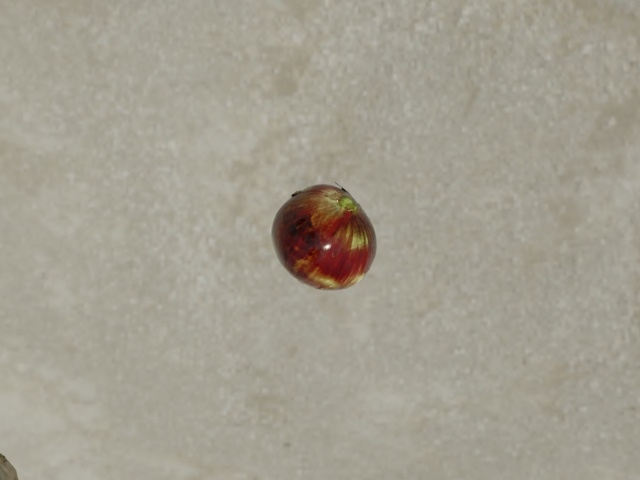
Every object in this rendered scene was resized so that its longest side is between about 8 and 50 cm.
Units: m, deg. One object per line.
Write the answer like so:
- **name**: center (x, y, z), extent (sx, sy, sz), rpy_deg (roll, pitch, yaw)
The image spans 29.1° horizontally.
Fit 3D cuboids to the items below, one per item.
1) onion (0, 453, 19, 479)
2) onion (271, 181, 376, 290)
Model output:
- **onion**: center (-0.174, 0.304, 0.772), extent (0.358, 0.345, 0.358), rpy_deg (8, 173, 1)
- **onion**: center (0.000, 0.000, 1.307), extent (0.117, 0.118, 0.119), rpy_deg (33, 160, 23)
